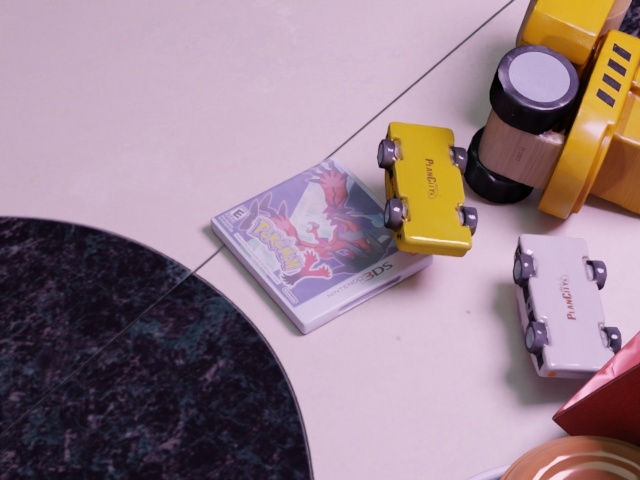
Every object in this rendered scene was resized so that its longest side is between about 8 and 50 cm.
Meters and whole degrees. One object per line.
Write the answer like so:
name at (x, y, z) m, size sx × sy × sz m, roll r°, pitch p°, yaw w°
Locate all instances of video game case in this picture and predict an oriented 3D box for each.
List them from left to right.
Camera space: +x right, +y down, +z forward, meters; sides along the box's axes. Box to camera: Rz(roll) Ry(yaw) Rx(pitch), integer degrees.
video game case at (0.000, 0.000, 1.739) m, size 0.183 × 0.023 × 0.201 m, roll -28°, pitch 53°, yaw -21°

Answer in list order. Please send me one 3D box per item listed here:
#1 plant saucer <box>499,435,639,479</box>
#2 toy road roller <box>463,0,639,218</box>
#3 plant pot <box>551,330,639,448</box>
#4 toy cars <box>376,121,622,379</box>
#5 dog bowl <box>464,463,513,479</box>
plant saucer at (0.252, 0.257, 1.351) m, size 0.200 × 0.037 × 0.200 m, roll -1°, pitch 48°, yaw 1°
toy road roller at (0.330, -0.171, 1.771) m, size 0.241 × 0.202 × 0.329 m, roll 23°, pitch 57°, yaw 5°
plant pot at (0.436, 0.146, 1.430) m, size 0.267 × 0.267 × 0.236 m, roll -39°, pitch 83°, yaw -28°
toy cars at (0.187, 0.022, 1.662) m, size 0.176 × 0.087 × 0.394 m, roll -32°, pitch 64°, yaw -35°
dog bowl at (0.208, 0.342, 1.371) m, size 0.265 × 0.104 × 0.265 m, roll -1°, pitch 48°, yaw 2°
